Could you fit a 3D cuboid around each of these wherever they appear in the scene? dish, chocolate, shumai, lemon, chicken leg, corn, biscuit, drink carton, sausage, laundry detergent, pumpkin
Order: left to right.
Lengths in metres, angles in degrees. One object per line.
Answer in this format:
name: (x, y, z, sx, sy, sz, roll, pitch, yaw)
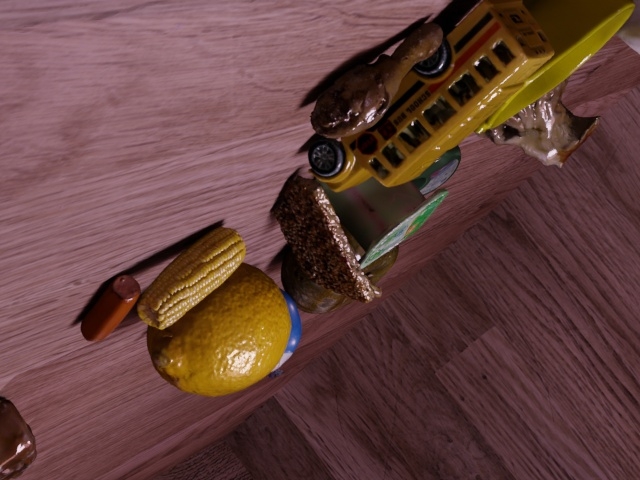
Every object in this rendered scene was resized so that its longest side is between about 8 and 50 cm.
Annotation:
chocolate: (-0.464, 0.302, 1.979, 0.148, 0.093, 0.214, -34, 171, -14)
sausage: (-0.269, 0.090, 1.816, 0.039, 0.041, 0.131, -46, 180, -44)
corn: (-0.164, 0.046, 1.852, 0.206, 0.067, 0.067, -45, 179, -45)
lemon: (-0.146, 0.125, 2.026, 0.257, 0.188, 0.188, -32, 170, -45)
biscuit: (-0.010, -0.006, 2.030, 0.026, 0.131, 0.237, -49, 134, -24)
pumpkin: (0.040, 0.042, 2.411, 0.219, 0.162, 0.219, -40, 169, -9)
drink carton: (0.072, -0.061, 2.059, 0.144, 0.142, 0.146, -35, 172, -30)
chicken leg: (0.073, -0.188, 1.669, 0.198, 0.069, 0.085, -42, 174, -19)
laundry detergent: (0.172, -0.126, 2.376, 0.137, 0.063, 0.211, -30, 171, -3)
dish: (0.296, -0.271, 1.964, 0.262, 0.108, 0.221, -36, 171, -17)
shumai: (0.353, -0.206, 2.304, 0.166, 0.175, 0.206, -32, 167, -29)

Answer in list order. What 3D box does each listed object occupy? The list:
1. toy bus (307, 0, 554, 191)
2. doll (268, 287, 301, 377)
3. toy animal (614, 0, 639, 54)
toy bus: (0.134, -0.169, 1.802, 0.335, 0.123, 0.121, -43, 170, 30)
doll: (-0.137, 0.147, 2.264, 0.215, 0.161, 0.257, -9, 178, 37)
toy animal: (0.536, -0.395, 2.087, 0.272, 0.206, 0.265, 11, 121, -52)
